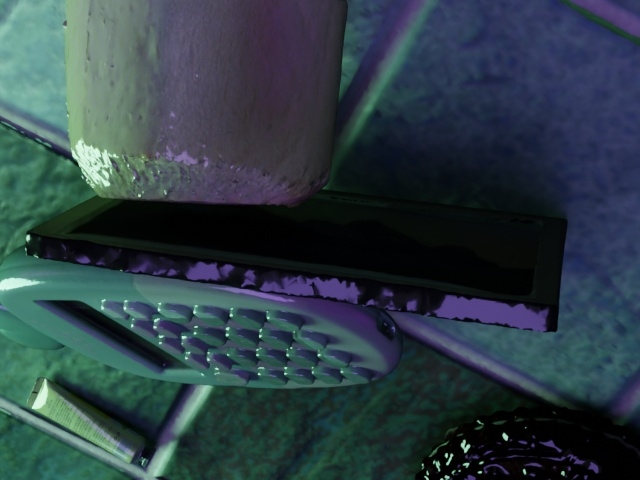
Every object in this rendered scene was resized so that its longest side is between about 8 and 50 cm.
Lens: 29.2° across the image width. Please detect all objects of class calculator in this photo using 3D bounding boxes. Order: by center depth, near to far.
[{"bbox_3d":[-0.090,0.048,0.758,0.298,0.041,0.185,0,155,33],"label":"calculator"}]

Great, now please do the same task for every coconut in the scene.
[{"bbox_3d":[-0.058,-0.094,0.638,0.147,0.147,0.153,3,95,13],"label":"coconut"}]

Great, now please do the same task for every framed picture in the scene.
[{"bbox_3d":[0.000,-0.001,0.668,0.265,0.192,0.018,8,105,9],"label":"framed picture"}]

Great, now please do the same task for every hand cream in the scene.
[{"bbox_3d":[-0.169,0.136,0.911,0.102,0.022,0.035,30,127,0],"label":"hand cream"}]

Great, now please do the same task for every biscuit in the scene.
[{"bbox_3d":[0.153,0.190,0.838,0.194,0.053,0.195,7,125,10],"label":"biscuit"}]
